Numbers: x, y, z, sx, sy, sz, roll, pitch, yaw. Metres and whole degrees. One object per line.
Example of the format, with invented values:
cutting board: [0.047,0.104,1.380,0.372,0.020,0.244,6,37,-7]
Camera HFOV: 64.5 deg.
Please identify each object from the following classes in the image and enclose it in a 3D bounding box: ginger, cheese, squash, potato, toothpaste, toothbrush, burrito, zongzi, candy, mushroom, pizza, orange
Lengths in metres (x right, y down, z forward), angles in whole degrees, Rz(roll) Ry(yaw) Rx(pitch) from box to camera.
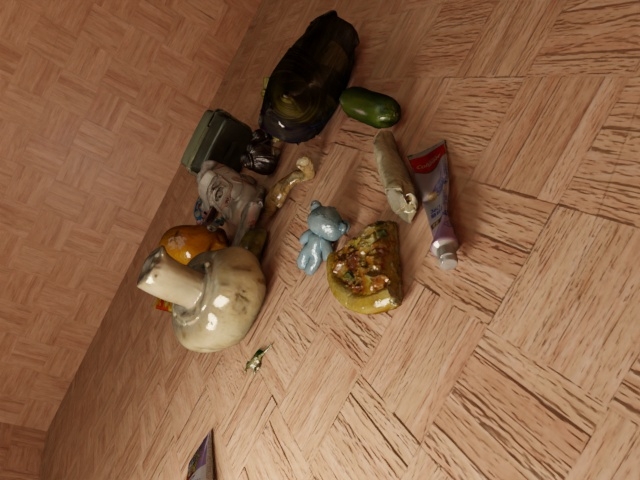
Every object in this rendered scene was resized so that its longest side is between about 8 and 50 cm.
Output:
ginger: [-0.099,-0.153,1.486,0.288,0.075,0.089,-36,35,48]
cheese: [-0.486,-0.111,2.123,0.189,0.074,0.285,-31,43,49]
squash: [0.106,-0.340,1.269,0.087,0.087,0.331,-58,27,12]
potato: [-0.208,0.019,1.528,0.092,0.070,0.137,-23,48,49]
toothpaste: [0.208,-0.072,0.908,0.075,0.048,0.301,-46,30,39]
toothbrush: [-0.359,-0.060,1.778,0.040,0.040,0.386,-61,7,7]
burrito: [0.148,-0.144,1.046,0.275,0.059,0.082,-97,1,-48]
zongzi: [-0.011,-0.476,1.364,0.403,0.208,0.432,-61,4,-3]
candy: [-0.544,0.209,1.940,0.276,0.088,0.146,-10,60,57]
burrito: [-0.226,-0.048,1.590,0.064,0.064,0.203,-108,35,-53]
mushroom: [-0.325,0.130,1.355,0.314,0.336,0.314,-27,46,32]
pizza: [0.089,0.043,1.001,0.197,0.058,0.292,-60,27,5]
orange: [-0.446,0.038,1.769,0.249,0.249,0.183,10,98,62]
toothpaste: [-0.290,0.587,1.209,0.114,0.073,0.299,-59,20,10]

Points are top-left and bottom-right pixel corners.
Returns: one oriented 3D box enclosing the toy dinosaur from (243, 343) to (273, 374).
toy dinosaur: [-0.157,0.289,1.265,0.119,0.029,0.060,-54,17,19]

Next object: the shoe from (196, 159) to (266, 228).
shoe: [-0.323,-0.157,1.740,0.171,0.198,0.351,-63,26,8]

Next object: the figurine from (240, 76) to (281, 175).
figurine: [-0.155,-0.373,1.718,0.187,0.168,0.315,22,99,36]

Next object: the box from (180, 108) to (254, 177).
box: [-0.409,-0.368,2.048,0.166,0.221,0.290,26,90,41]

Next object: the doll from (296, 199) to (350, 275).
doll: [0.003,-0.002,1.196,0.120,0.075,0.179,36,125,25]
